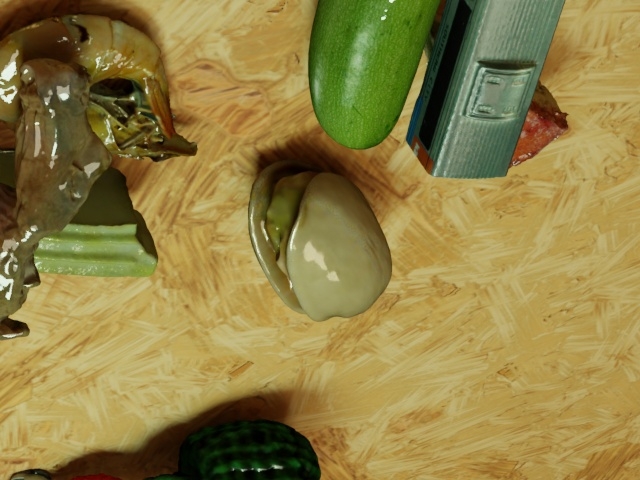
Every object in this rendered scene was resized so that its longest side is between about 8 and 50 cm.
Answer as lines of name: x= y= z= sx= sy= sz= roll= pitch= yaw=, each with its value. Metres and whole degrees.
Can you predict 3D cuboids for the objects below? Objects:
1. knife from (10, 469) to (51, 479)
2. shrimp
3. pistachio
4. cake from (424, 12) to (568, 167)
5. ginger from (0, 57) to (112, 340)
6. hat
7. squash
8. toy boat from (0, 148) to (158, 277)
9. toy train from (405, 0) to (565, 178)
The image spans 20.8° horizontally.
knife: x=-0.399 y=0.375 z=2.243 sx=0.073 sy=0.041 sz=0.265 roll=7 pitch=141 yaw=-17
shrimp: x=-0.193 y=-0.130 z=1.575 sx=0.145 sy=0.061 sz=0.267 roll=-41 pitch=141 yaw=15
pistachio: x=0.000 y=0.000 z=1.804 sx=0.144 sy=0.144 sz=0.215 roll=-23 pitch=141 yaw=6
cake: x=0.133 y=-0.137 z=1.702 sx=0.116 sy=0.086 sz=0.220 roll=-40 pitch=143 yaw=26
ginger: x=-0.264 y=-0.038 z=1.521 sx=0.122 sy=0.084 sz=0.290 roll=27 pitch=114 yaw=-5
hat: x=-0.170 y=0.357 z=2.158 sx=0.332 sy=0.242 sz=0.274 roll=-2 pitch=132 yaw=-14
squash: x=0.057 y=-0.218 z=1.525 sx=0.107 sy=0.107 sz=0.395 roll=-6 pitch=145 yaw=-20
toy boat: x=-0.280 y=-0.025 z=1.632 sx=0.276 sy=0.111 sz=0.084 roll=5 pitch=128 yaw=-26
toy train: x=0.170 y=-0.234 z=1.491 sx=0.086 sy=0.089 sz=0.409 roll=0 pitch=129 yaw=-21
